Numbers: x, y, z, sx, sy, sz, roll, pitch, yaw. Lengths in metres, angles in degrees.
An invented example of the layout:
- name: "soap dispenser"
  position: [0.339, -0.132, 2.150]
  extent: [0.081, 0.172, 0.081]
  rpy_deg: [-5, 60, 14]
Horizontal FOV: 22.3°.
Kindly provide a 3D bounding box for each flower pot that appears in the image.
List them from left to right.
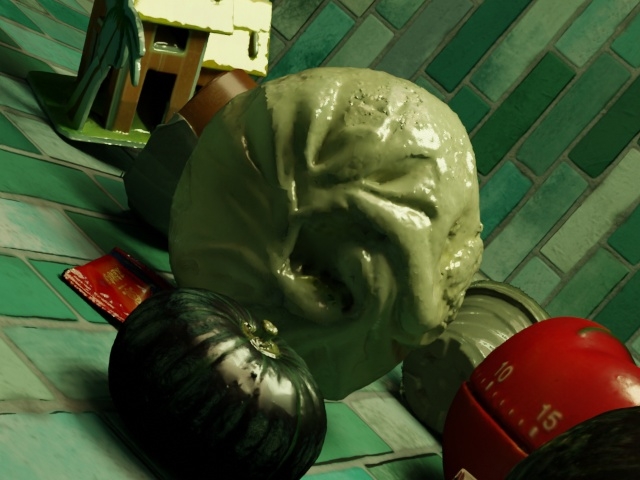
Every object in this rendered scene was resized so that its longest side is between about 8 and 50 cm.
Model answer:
- name: "flower pot"
  position: [0.199, 0.175, 2.149]
  extent: [0.141, 0.235, 0.235]
  rpy_deg: [-12, 49, -47]

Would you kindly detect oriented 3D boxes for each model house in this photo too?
- name: "model house"
  position: [-0.161, -0.261, 2.036]
  extent: [0.300, 0.323, 0.340]
  rpy_deg: [5, 26, -28]

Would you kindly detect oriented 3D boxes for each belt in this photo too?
- name: "belt"
  position: [-0.135, -0.090, 1.904]
  extent: [0.105, 0.184, 0.261]
  rpy_deg: [46, -29, 5]

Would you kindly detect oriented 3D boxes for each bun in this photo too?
- name: "bun"
  position: [0.000, 0.000, 1.687]
  extent: [0.360, 0.359, 0.211]
  rpy_deg: [41, 17, -4]

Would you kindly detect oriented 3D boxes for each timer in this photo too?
- name: "timer"
  position: [0.316, 0.272, 1.832]
  extent: [0.378, 0.279, 0.378]
  rpy_deg: [38, 5, -4]

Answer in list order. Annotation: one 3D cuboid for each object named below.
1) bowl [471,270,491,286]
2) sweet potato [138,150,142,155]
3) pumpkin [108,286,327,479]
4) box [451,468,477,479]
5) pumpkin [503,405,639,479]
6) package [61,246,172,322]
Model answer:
- name: "bowl"
  position: [0.264, 0.174, 2.516]
  extent: [0.337, 0.157, 0.337]
  rpy_deg: [40, 8, -6]
- name: "sweet potato"
  position: [-0.091, -0.035, 2.148]
  extent: [0.337, 0.131, 0.131]
  rpy_deg: [36, 9, -11]
- name: "pumpkin"
  position: [-0.083, 0.122, 1.342]
  extent: [0.202, 0.140, 0.202]
  rpy_deg: [37, 8, -6]
- name: "box"
  position: [0.153, 0.305, 1.546]
  extent: [0.156, 0.111, 0.060]
  rpy_deg: [43, 8, 0]
- name: "pumpkin"
  position: [0.298, 0.337, 1.216]
  extent: [0.454, 0.344, 0.454]
  rpy_deg: [30, 42, -31]
- name: "package"
  position: [-0.198, 0.044, 1.619]
  extent: [0.083, 0.022, 0.200]
  rpy_deg: [41, 10, 1]
